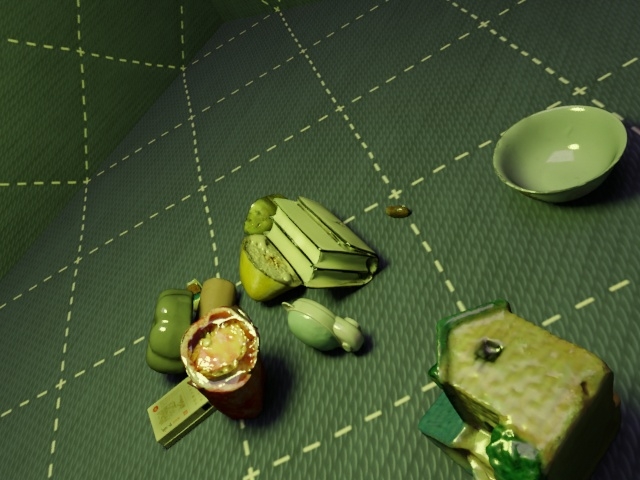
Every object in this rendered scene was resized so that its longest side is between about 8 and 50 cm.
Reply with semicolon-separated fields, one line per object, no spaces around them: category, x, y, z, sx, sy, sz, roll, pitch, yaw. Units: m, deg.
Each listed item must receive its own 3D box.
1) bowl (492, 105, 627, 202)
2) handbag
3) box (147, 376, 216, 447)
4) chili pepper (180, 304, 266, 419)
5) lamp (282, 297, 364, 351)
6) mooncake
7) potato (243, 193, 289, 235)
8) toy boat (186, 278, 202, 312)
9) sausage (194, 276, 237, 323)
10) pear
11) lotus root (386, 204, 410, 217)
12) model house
bowl;0.680;-0.213;1.565;0.345;0.157;0.345;-18;44;18
handbag;0.000;0.000;1.765;0.358;0.236;0.160;46;123;48
box;-0.418;0.509;1.679;0.201;0.058;0.141;-39;41;-6
chili pepper;-0.242;0.361;1.558;0.229;0.305;0.251;-37;53;-15
lamp;0.003;0.254;1.562;0.246;0.179;0.108;19;66;21
mooncake;-0.479;0.289;1.773;0.135;0.275;0.275;9;42;-14
potato;-0.163;-0.072;1.967;0.111;0.271;0.160;31;106;13
toy boat;-0.447;0.202;1.986;0.065;0.066;0.172;-30;42;0
sausage;-0.355;0.255;1.831;0.123;0.123;0.253;-15;44;21
pear;-0.192;0.109;1.830;0.178;0.267;0.267;-49;36;23
lotus root;0.254;-0.094;1.825;0.083;0.037;0.030;1;56;34
model house;0.355;0.328;1.091;0.334;0.382;0.342;-46;47;-16
